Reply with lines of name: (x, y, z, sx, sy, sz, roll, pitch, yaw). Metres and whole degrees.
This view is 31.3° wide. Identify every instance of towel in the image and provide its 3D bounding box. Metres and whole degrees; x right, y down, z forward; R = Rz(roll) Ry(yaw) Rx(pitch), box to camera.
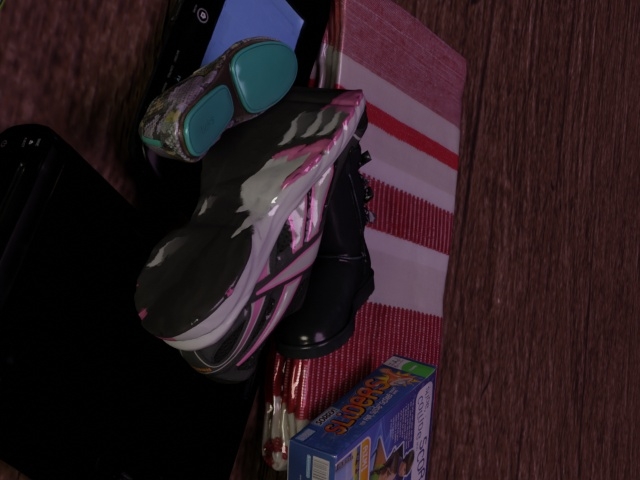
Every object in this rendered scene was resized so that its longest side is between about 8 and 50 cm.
towel: (0.040, -0.002, 0.817, 0.237, 0.037, 0.329, 16, 78, -61)

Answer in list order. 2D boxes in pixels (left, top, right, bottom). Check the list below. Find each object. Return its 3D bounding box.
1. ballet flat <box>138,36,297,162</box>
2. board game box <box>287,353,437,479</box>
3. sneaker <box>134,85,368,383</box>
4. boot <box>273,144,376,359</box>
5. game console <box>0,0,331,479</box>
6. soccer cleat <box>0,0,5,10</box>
ballet flat: (-0.053, -0.073, 0.564, 0.114, 0.041, 0.041, -46, 129, -50)
board game box: (0.026, 0.192, 0.748, 0.136, 0.035, 0.201, -29, 127, -54)
sneaker: (-0.029, -0.004, 0.590, 0.178, 0.072, 0.077, -55, 142, -27)
boot: (0.000, 0.000, 0.655, 0.121, 0.045, 0.099, -49, 136, -59)
game console: (-0.074, -0.039, 0.607, 0.213, 0.044, 0.361, 50, 48, -49)
soccer cleat: (-0.158, -0.104, 0.445, 0.072, 0.060, 0.179, 29, 68, -55)
